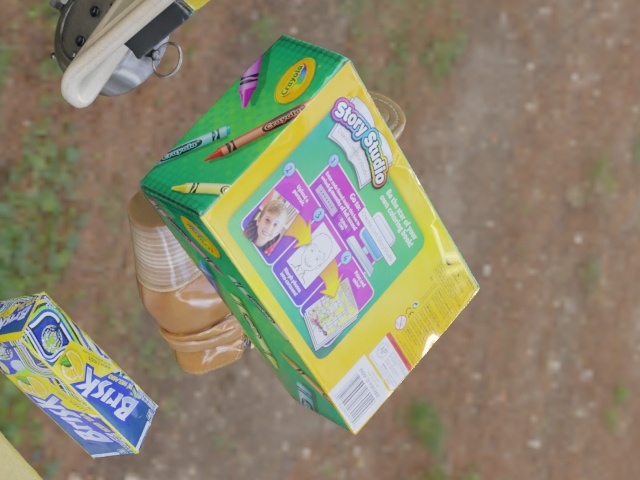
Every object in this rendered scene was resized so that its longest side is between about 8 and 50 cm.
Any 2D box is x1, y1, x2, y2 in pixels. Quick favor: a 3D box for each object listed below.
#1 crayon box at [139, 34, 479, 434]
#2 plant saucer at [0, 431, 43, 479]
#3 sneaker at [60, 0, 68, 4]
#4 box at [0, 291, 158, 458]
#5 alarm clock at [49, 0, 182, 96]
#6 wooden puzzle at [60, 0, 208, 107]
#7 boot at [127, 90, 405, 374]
[{"bbox_3d":[0.000,0.000,1.375,0.165,0.081,0.278,-48,133,-17],"label":"crayon box"},{"bbox_3d":[-0.423,0.124,1.372,0.333,0.333,0.081,17,106,-48],"label":"plant saucer"},{"bbox_3d":[-0.295,-0.356,2.025,0.083,0.084,0.215,-40,113,-21],"label":"sneaker"},{"bbox_3d":[-0.218,0.120,1.548,0.169,0.059,0.054,50,45,-34],"label":"box"},{"bbox_3d":[-0.214,-0.217,1.901,0.064,0.192,0.129,26,91,-53],"label":"alarm clock"},{"bbox_3d":[-0.042,-0.195,1.030,0.044,0.239,0.221,40,39,-13],"label":"wooden puzzle"},{"bbox_3d":[-0.038,-0.002,1.649,0.283,0.109,0.220,-33,140,-19],"label":"boot"}]
